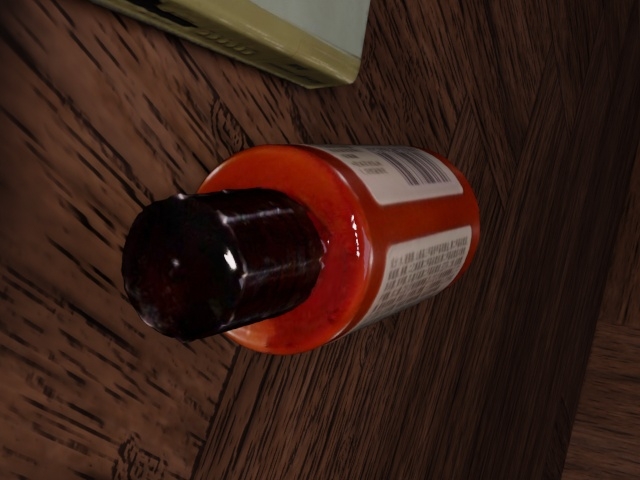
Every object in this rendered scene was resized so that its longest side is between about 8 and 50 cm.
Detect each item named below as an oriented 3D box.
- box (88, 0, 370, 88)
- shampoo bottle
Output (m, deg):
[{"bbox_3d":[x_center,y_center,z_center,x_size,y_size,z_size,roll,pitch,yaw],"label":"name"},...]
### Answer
[{"bbox_3d":[-0.037,-0.190,0.411,0.270,0.045,0.211,0,99,-65],"label":"box"},{"bbox_3d":[0.000,0.000,0.492,0.278,0.104,0.104,-11,109,-64],"label":"shampoo bottle"}]
